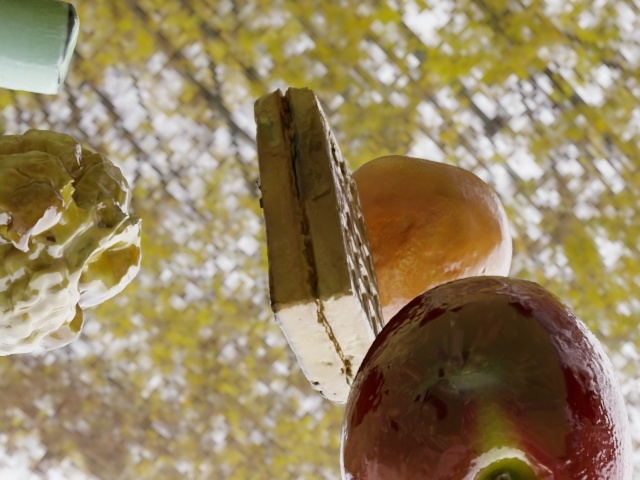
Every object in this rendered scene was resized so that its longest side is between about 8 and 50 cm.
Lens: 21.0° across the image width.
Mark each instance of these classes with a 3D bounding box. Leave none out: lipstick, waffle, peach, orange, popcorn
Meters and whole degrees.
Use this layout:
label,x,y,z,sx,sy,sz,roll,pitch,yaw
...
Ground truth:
label,x,y,z,sx,sy,sz,roll,pitch,yaw
lipstick,-0.330,-0.164,1.258,0.076,0.304,0.076,-172,-90,-74
waffle,0.000,0.000,1.987,0.098,0.224,0.327,-13,-129,8
peach,0.144,0.172,1.577,0.281,0.281,0.338,-43,-168,7
orange,0.128,0.005,2.308,0.261,0.261,0.261,-32,-146,25
popcorn,-0.334,-0.001,1.908,0.265,0.225,0.332,-52,172,-4
